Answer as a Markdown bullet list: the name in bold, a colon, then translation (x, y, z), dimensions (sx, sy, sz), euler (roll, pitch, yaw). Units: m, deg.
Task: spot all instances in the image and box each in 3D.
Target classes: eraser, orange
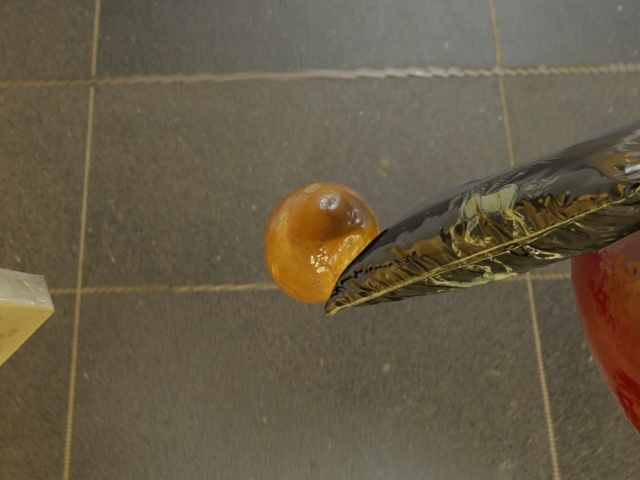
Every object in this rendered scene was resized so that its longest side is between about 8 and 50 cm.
- **eraser**: translation (-0.588, 0.173, 1.707), dimensions (0.343, 0.144, 0.078), euler (-41, 57, 24)
- **orange**: translation (0.000, 0.000, 0.697), dimensions (0.083, 0.083, 0.070), euler (-43, 55, -19)

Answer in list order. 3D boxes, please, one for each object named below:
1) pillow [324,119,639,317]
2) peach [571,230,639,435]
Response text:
- **pillow**: translation (0.108, -0.016, 0.566), dimensions (0.141, 0.208, 0.055), euler (-37, 101, -45)
- **peach**: translation (0.389, 0.052, 0.880), dimensions (0.335, 0.310, 0.405), euler (-35, 57, 25)
